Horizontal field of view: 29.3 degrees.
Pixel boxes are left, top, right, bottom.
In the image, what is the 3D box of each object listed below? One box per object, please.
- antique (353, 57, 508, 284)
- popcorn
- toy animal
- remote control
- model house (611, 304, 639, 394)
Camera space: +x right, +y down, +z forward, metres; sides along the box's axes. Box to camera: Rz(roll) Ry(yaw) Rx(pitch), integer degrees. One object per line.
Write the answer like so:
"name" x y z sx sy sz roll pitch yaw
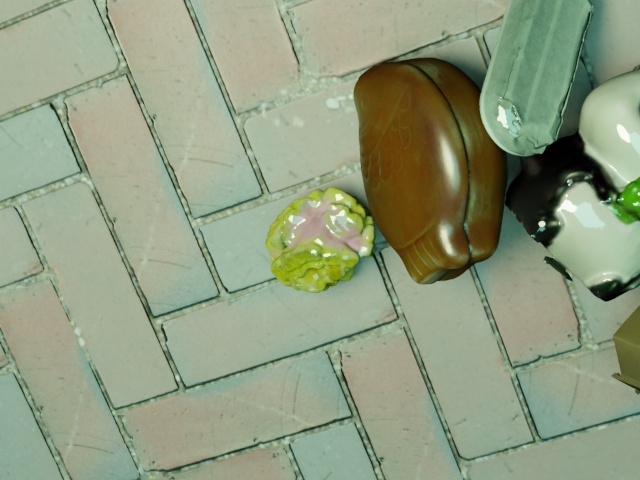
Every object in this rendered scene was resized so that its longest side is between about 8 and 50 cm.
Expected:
"antique" 0.134 -0.091 1.476 0.223 0.129 0.278 -46 60 57
"popcorn" 0.000 0.000 1.566 0.126 0.126 0.145 40 103 3
"toy animal" 0.361 -0.070 1.434 0.212 0.212 0.267 43 109 -5
"remote control" 0.253 -0.213 1.419 0.104 0.052 0.247 26 67 -22
"model house" 0.494 0.191 1.537 0.181 0.176 0.248 21 140 47
